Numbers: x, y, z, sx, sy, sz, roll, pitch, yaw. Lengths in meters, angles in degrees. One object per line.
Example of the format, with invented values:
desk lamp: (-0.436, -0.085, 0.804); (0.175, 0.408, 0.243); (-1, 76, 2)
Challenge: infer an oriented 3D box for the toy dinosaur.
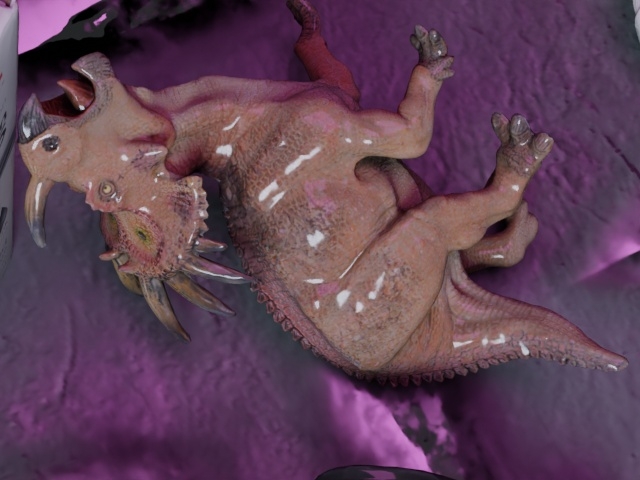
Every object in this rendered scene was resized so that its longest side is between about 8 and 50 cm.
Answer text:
toy dinosaur: (0.000, 0.000, 0.952); (0.295, 0.127, 0.200); (43, 76, -6)

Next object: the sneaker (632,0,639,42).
sneaker: (0.223, -0.108, 1.055); (0.094, 0.090, 0.235); (-17, 69, -2)

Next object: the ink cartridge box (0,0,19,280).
ink cartridge box: (-0.218, 0.022, 0.812); (0.117, 0.283, 0.207); (22, 68, -1)

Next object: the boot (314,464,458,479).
boot: (-0.007, 0.195, 0.836); (0.338, 0.118, 0.223); (28, 52, -30)
